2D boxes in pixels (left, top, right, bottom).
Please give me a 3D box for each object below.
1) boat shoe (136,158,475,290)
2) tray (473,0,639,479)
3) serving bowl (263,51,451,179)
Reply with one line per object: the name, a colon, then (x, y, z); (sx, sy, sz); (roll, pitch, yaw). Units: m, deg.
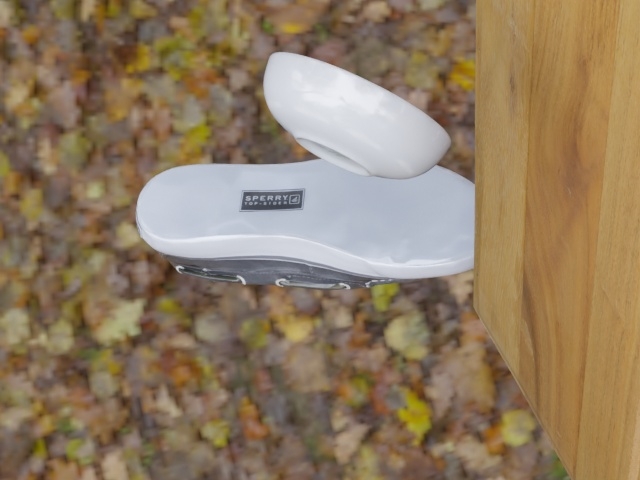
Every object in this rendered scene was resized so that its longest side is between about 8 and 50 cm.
boat shoe: (0.000, 0.000, 1.034); (0.228, 0.076, 0.080); (0, 59, 14)
tray: (0.138, -0.034, 0.749); (0.411, 0.076, 0.203); (83, 165, -50)
serving bowl: (0.011, -0.046, 0.688); (0.083, 0.083, 0.027); (22, 82, 31)
